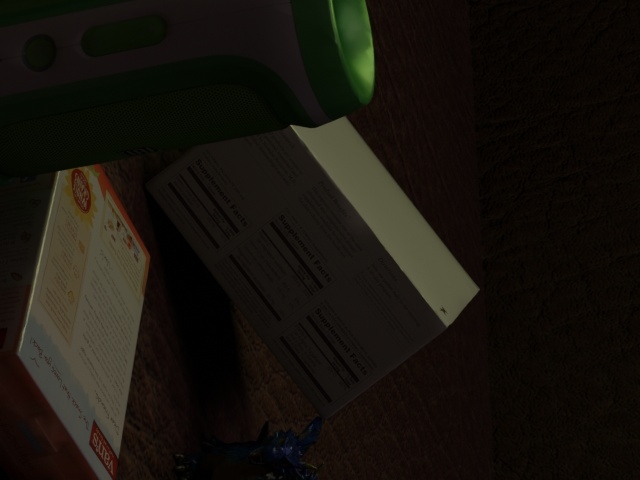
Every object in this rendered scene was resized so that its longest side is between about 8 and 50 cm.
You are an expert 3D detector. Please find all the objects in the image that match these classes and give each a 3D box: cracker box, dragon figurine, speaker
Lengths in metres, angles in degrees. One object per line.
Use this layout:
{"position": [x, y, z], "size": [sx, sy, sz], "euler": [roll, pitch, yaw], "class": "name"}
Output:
{"position": [-0.188, 0.047, 1.280], "size": [0.232, 0.067, 0.156], "euler": [-87, 160, -45], "class": "cracker box"}
{"position": [-0.035, 0.202, 1.608], "size": [0.289, 0.144, 0.085], "euler": [6, 75, -75], "class": "dragon figurine"}
{"position": [-0.121, -0.113, 1.179], "size": [0.131, 0.296, 0.131], "euler": [-10, 90, -76], "class": "speaker"}

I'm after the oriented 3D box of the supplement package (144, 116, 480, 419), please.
{"position": [0.000, 0.000, 1.681], "size": [0.262, 0.145, 0.204], "euler": [53, 15, 2], "class": "supplement package"}
